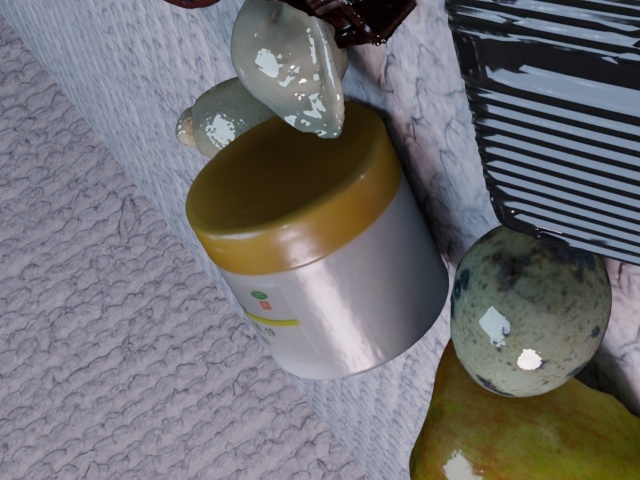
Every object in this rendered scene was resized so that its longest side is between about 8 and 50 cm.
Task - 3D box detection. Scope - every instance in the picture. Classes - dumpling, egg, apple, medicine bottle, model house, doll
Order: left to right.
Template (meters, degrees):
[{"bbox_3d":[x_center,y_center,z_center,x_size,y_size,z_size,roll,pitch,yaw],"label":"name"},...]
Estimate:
[{"bbox_3d":[-0.042,-0.106,1.395,0.278,0.175,0.149,50,-155,-16],"label":"doll"},{"bbox_3d":[-0.023,-0.205,1.081,0.181,0.111,0.155,36,151,8],"label":"dumpling"},{"bbox_3d":[0.000,0.000,1.202,0.238,0.238,0.232,34,155,55],"label":"medicine bottle"},{"bbox_3d":[0.011,-0.252,0.892,0.164,0.141,0.203,23,175,24],"label":"model house"},{"bbox_3d":[0.182,0.064,0.942,0.141,0.141,0.181,45,143,33],"label":"egg"},{"bbox_3d":[0.217,0.207,1.097,0.226,0.246,0.246,20,156,11],"label":"apple"}]

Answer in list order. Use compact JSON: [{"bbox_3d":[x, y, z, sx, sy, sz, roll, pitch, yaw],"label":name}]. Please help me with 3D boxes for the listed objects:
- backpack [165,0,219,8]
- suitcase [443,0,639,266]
[{"bbox_3d":[-0.154,-0.351,1.125,0.229,0.139,0.229,32,144,26],"label":"backpack"},{"bbox_3d":[0.208,-0.076,0.339,0.335,0.152,0.229,16,145,32],"label":"suitcase"}]
